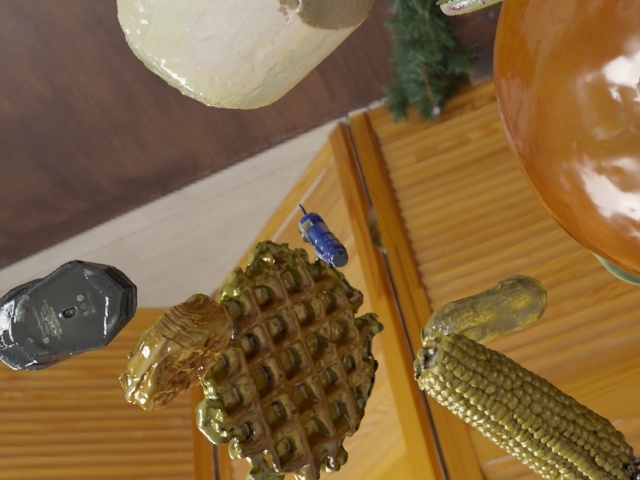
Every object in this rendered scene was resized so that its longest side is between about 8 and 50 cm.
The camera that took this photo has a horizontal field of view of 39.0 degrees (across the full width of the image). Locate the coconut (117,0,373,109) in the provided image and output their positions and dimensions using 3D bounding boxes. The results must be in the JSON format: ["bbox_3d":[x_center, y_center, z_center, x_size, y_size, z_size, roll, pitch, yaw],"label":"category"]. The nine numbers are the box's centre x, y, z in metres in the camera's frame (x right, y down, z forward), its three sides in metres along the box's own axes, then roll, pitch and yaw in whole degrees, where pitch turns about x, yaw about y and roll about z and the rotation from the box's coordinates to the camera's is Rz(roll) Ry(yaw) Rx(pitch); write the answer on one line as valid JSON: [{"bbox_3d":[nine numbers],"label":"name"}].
[{"bbox_3d":[-0.065,-0.265,0.865,0.239,0.239,0.244,19,141,-27],"label":"coconut"}]

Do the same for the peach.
[{"bbox_3d":[0.287,-0.109,0.606,0.343,0.343,0.301,-9,109,-4],"label":"peach"}]

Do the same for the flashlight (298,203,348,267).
[{"bbox_3d":[0.000,0.000,1.064,0.035,0.121,0.057,-33,122,-3],"label":"flashlight"}]

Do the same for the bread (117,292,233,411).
[{"bbox_3d":[-0.114,0.089,0.702,0.083,0.044,0.110,-27,158,-48],"label":"bread"}]

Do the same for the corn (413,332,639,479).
[{"bbox_3d":[0.255,0.216,1.105,0.318,0.115,0.115,35,120,-9],"label":"corn"}]

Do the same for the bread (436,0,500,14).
[{"bbox_3d":[0.281,-0.376,1.334,0.229,0.228,0.033,-19,104,7],"label":"bread"}]

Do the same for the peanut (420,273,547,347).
[{"bbox_3d":[0.252,0.119,1.396,0.207,0.087,0.087,-26,133,9],"label":"peanut"}]

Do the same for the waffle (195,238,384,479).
[{"bbox_3d":[-0.039,0.168,1.206,0.302,0.324,0.068,32,155,-36],"label":"waffle"}]

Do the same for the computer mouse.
[{"bbox_3d":[-0.295,0.085,1.051,0.192,0.105,0.062,-21,177,11],"label":"computer mouse"}]

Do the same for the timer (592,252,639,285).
[{"bbox_3d":[0.553,-0.010,1.364,0.291,0.315,0.290,-2,124,-3],"label":"timer"}]
